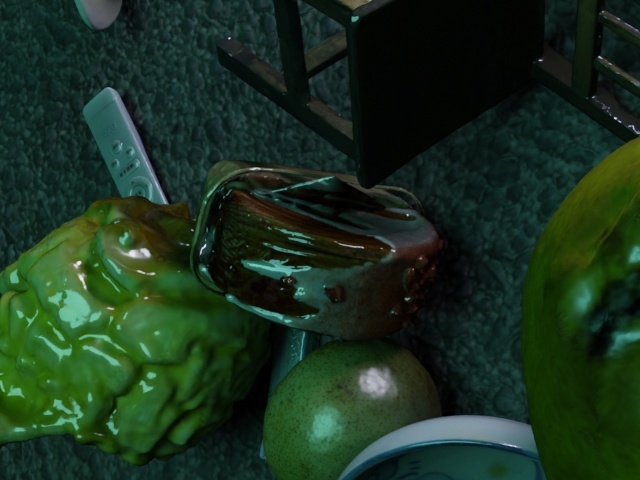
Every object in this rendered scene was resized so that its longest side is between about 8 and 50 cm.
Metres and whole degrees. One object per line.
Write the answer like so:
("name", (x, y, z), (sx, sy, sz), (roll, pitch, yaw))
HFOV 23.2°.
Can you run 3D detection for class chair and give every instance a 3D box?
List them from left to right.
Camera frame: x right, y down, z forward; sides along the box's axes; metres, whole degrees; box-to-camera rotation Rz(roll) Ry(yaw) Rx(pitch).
("chair", (0.113, -0.157, 1.299), (0.240, 0.203, 0.416), (-31, 55, -20))

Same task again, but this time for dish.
("dish", (0.144, 0.233, 1.297), (0.273, 0.134, 0.273), (8, 124, 13))

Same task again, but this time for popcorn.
("popcorn", (-0.184, 0.077, 1.510), (0.293, 0.293, 0.237), (31, 114, 36))

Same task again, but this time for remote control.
("remote control", (-0.203, -0.079, 1.685), (0.050, 0.027, 0.184), (-37, 67, 28))

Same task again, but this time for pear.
("pear", (0.027, 0.168, 1.395), (0.167, 0.167, 0.136), (-55, 53, 17))
("pear", (0.301, 0.085, 1.062), (0.352, 0.413, 0.352), (-7, 71, 21))

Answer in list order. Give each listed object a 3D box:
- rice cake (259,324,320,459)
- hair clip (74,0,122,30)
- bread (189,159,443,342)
("rice cake", (-0.025, 0.113, 1.515), (0.043, 0.034, 0.211), (2, 84, 34))
("hair clip", (-0.269, -0.373, 1.705), (0.113, 0.172, 0.282), (-35, 75, 18))
("bread", (0.000, 0.000, 1.390), (0.212, 0.224, 0.142), (43, 123, 58))
